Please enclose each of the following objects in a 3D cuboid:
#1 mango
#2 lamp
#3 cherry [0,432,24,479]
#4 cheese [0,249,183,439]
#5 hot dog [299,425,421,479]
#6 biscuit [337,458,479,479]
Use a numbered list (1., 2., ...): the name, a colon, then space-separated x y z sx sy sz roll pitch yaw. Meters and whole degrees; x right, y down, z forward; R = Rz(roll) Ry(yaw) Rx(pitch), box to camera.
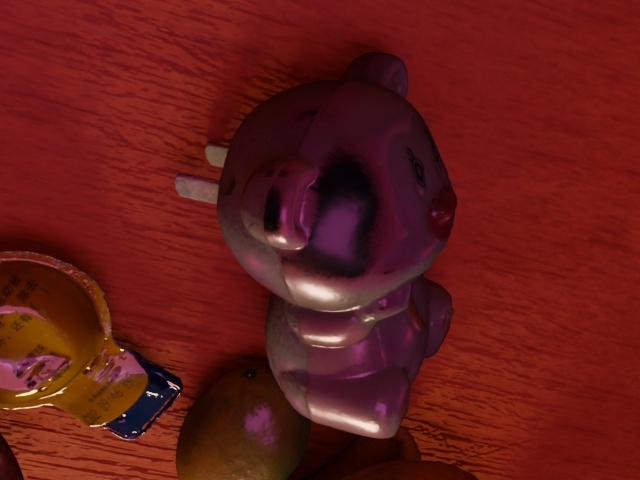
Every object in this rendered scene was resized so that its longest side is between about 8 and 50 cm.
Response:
1. mango: -0.083 0.210 1.066 0.122 0.085 0.191 19 109 -23
2. lamp: 0.000 0.000 0.933 0.247 0.247 0.301 15 133 25
3. cherry: -0.376 0.232 0.940 0.236 0.213 0.285 -25 103 19
4. cheese: -0.253 0.104 0.988 0.270 0.069 0.177 37 104 -28
5. hot dog: -0.017 0.295 1.123 0.289 0.083 0.068 -41 149 8
6. biscuit: 0.092 0.318 1.074 0.274 0.091 0.213 35 101 -26
